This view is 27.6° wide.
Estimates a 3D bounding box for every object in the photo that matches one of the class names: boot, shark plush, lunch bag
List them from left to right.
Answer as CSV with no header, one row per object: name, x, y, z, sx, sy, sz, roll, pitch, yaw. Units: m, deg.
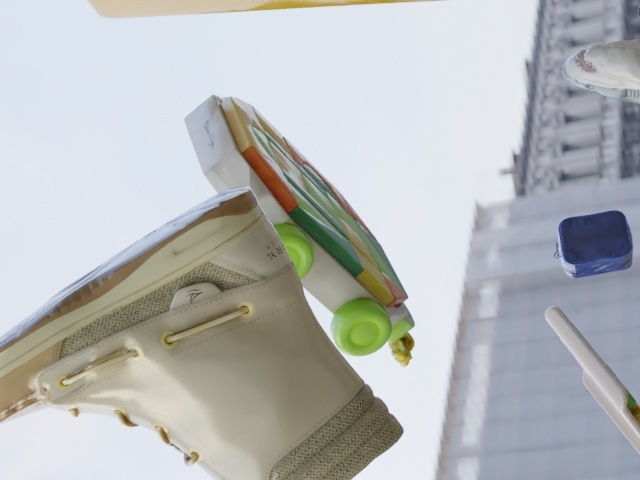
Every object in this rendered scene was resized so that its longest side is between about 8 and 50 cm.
boot,-0.101,0.114,0.822,0.203,0.262,0.095,56,-174,-10
lunch bag,0.339,0.008,1.619,0.065,0.098,0.067,54,-150,-64
shark plush,0.249,-0.107,0.903,0.161,0.067,0.073,12,-123,-28

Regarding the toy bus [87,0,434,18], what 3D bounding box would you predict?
toy bus,-0.001,-0.232,0.877,0.108,0.333,0.130,56,-145,-67

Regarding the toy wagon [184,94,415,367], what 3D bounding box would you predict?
toy wagon,0.000,0.000,1.269,0.344,0.068,0.267,43,-167,-34

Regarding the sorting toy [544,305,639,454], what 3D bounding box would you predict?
sorting toy,0.399,0.199,1.806,0.193,0.038,0.208,56,-178,43
